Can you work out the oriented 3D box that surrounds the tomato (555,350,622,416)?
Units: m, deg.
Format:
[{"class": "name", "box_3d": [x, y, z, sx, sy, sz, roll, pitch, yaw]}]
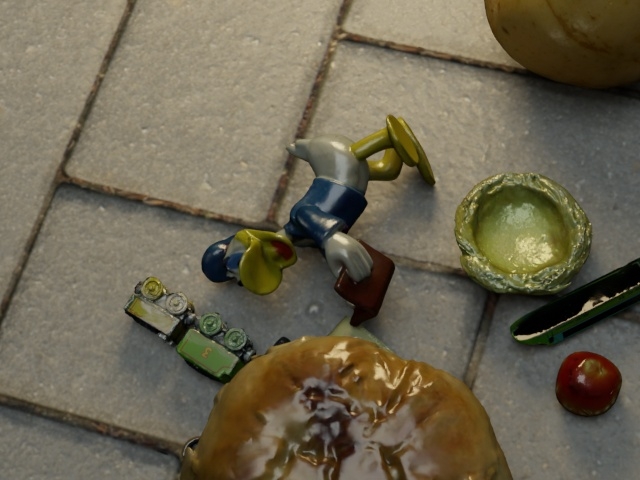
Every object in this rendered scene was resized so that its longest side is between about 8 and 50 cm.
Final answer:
[{"class": "tomato", "box_3d": [0.346, 0.184, 1.731, 0.087, 0.075, 0.087, -1, 65, 3]}]

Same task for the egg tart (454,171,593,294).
[{"class": "egg tart", "box_3d": [0.274, -0.003, 1.821, 0.197, 0.078, 0.197, -2, 65, 4]}]

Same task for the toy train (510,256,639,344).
[{"class": "toy train", "box_3d": [0.352, 0.092, 1.787, 0.209, 0.042, 0.044, -26, 43, -3]}]

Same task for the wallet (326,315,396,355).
[{"class": "wallet", "box_3d": [0.023, 0.187, 1.790, 0.110, 0.039, 0.155, 38, 77, 22]}]

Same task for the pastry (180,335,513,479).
[{"class": "pastry", "box_3d": [0.031, 0.313, 1.615, 0.409, 0.245, 0.410, -1, 73, 5]}]

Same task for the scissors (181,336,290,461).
[{"class": "scissors", "box_3d": [-0.101, 0.223, 1.803, 0.088, 0.017, 0.220, 25, 72, 20]}]

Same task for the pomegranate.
[{"class": "pomegranate", "box_3d": [0.371, -0.382, 1.831, 0.342, 0.342, 0.343, -3, 66, 6]}]

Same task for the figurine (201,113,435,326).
[{"class": "figurine", "box_3d": [0.000, 0.000, 1.831, 0.338, 0.204, 0.284, -22, 66, 12]}]

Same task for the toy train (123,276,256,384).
[{"class": "toy train", "box_3d": [-0.181, 0.123, 1.834, 0.202, 0.060, 0.081, 29, 79, 20]}]
